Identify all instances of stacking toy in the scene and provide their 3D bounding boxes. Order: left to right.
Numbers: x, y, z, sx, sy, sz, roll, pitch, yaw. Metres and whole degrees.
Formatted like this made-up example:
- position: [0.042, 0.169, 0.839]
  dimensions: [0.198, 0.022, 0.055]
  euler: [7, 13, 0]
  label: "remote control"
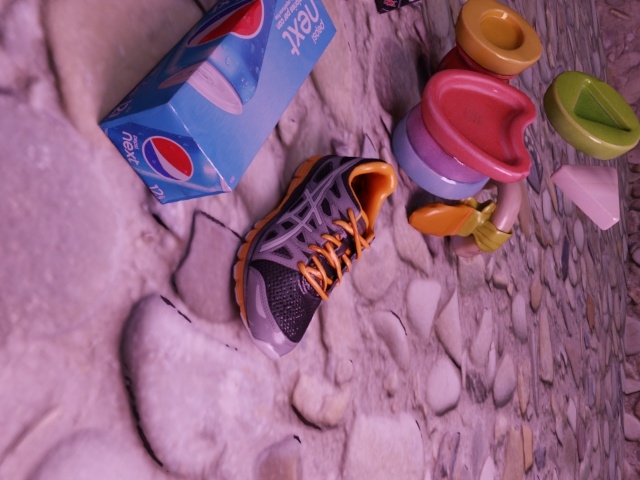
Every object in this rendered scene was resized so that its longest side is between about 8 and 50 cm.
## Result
- position: [0.241, -0.136, 0.764]
  dimensions: [0.279, 0.130, 0.309]
  euler: [33, 52, -1]
  label: "stacking toy"

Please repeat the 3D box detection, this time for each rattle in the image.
- position: [0.186, -0.087, 0.799]
  dimensions: [0.130, 0.142, 0.200]
  euler: [120, -19, -72]
  label: "rattle"

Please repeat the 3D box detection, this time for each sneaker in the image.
- position: [0.000, 0.000, 0.494]
  dimensions: [0.084, 0.083, 0.215]
  euler: [55, 44, -38]
  label: "sneaker"

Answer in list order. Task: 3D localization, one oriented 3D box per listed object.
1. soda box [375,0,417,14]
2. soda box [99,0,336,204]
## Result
- position: [0.124, -0.333, 0.759]
  dimensions: [0.169, 0.060, 0.053]
  euler: [-44, 119, -50]
  label: "soda box"
- position: [-0.062, -0.123, 0.436]
  dimensions: [0.071, 0.067, 0.210]
  euler: [57, 41, -33]
  label: "soda box"
